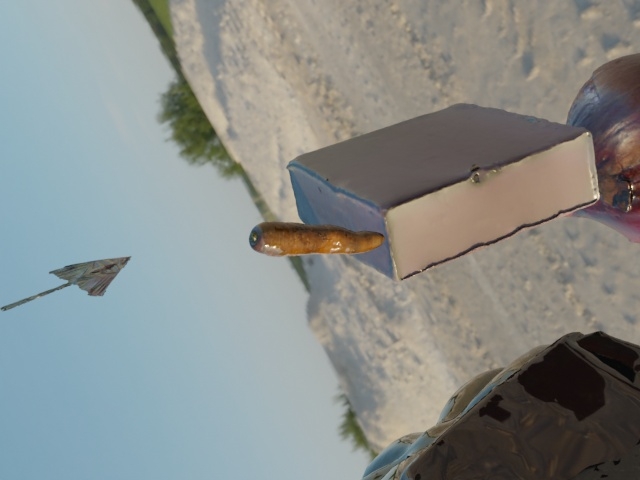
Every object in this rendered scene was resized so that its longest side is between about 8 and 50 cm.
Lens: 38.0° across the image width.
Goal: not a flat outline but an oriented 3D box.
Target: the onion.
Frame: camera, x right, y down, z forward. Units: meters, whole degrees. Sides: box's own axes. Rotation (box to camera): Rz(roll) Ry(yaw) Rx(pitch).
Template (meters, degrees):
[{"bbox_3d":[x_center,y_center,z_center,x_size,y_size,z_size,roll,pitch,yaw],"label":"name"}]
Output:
[{"bbox_3d":[0.519,-0.129,1.593,0.348,0.385,0.347,45,-149,-37],"label":"onion"}]

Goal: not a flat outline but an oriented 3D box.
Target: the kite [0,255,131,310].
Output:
[{"bbox_3d":[-0.270,0.047,1.008,0.137,0.153,0.005,13,124,50],"label":"kite"}]

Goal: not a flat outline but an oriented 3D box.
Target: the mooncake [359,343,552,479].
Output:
[{"bbox_3d":[0.212,0.357,1.240,0.262,0.467,0.467,53,177,4],"label":"mooncake"}]

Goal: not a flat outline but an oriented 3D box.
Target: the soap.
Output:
[{"bbox_3d":[0.143,-0.079,1.174,0.285,0.296,0.107,-144,39,-61],"label":"soap"}]

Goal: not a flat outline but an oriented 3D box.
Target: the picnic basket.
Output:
[{"bbox_3d":[0.177,0.186,0.648,0.222,0.297,0.129,26,133,40],"label":"picnic basket"}]

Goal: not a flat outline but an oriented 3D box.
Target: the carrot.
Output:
[{"bbox_3d":[-0.001,-0.001,0.931,0.036,0.165,0.035,-1,89,53],"label":"carrot"}]
